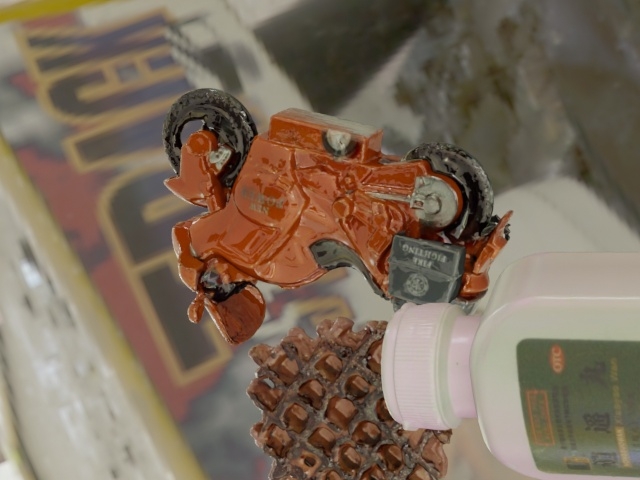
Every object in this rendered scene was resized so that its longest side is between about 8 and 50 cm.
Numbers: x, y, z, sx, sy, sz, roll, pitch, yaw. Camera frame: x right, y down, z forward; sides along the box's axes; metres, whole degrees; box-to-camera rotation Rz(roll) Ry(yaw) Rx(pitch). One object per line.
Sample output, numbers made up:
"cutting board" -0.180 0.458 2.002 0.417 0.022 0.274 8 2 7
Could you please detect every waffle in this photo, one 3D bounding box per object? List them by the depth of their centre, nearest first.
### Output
"waffle" 0.031 0.192 1.795 0.055 0.221 0.234 -30 -70 -66

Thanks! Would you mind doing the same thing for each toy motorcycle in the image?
"toy motorcycle" 0.000 0.000 1.525 0.325 0.148 0.221 15 110 20

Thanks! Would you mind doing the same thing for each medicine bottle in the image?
"medicine bottle" 0.141 0.063 0.846 0.219 0.078 0.115 0 125 21
